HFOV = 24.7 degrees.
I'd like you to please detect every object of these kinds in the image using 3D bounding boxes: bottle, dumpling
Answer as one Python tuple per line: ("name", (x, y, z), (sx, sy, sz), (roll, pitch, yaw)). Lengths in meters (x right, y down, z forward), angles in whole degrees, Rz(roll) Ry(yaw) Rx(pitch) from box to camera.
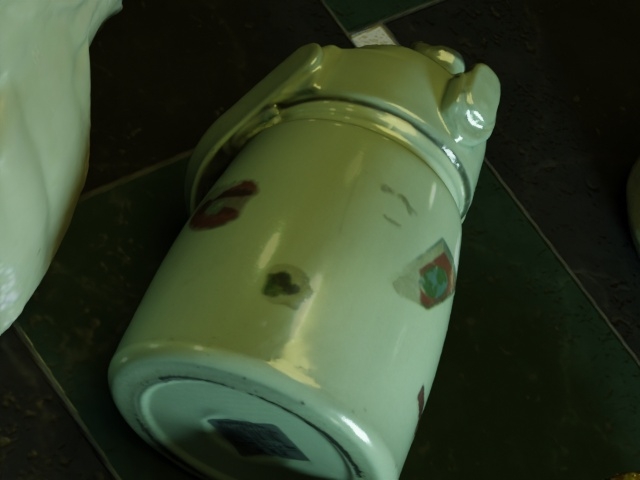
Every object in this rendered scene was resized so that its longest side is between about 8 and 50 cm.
("bottle", (0.000, 0.000, 1.062), (0.229, 0.229, 0.352), (29, 58, -11))
("dumpling", (-0.234, -0.069, 0.917), (0.233, 0.315, 0.395), (49, 44, -2))

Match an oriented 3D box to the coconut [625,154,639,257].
("coconut", (0.448, -0.048, 1.343), (0.297, 0.254, 0.297), (16, 52, -22))

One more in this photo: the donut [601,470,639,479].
("donut", (0.252, 0.316, 1.086), (0.272, 0.107, 0.272), (14, 54, -21))
